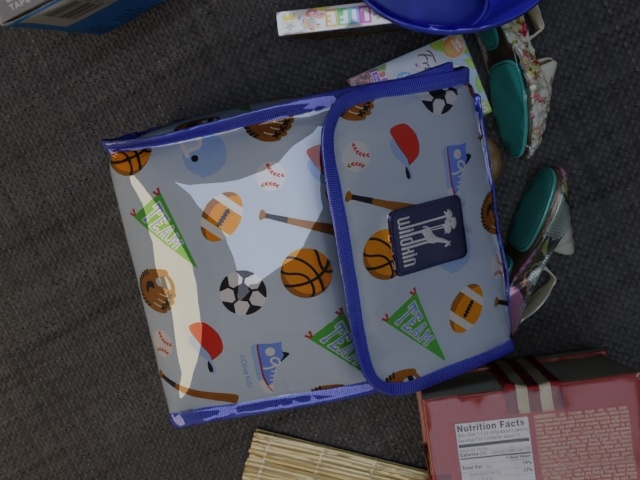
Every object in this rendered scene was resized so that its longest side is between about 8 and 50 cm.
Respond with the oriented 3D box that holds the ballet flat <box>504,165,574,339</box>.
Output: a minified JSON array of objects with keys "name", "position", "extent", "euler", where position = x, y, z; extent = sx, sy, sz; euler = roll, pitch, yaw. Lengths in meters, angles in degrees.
[{"name":"ballet flat","position":[0.245,0.022,1.089],"extent":[0.079,0.077,0.221],"euler":[20,105,-17]}]

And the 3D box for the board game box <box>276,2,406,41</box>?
[{"name":"board game box","position":[0.034,-0.245,1.048],"extent":[0.154,0.103,0.026],"euler":[-5,97,6]}]

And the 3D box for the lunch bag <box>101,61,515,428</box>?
[{"name":"lunch bag","position":[0.000,0.000,1.015],"extent":[0.386,0.239,0.327],"euler":[-9,101,6]}]

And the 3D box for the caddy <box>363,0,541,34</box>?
[{"name":"caddy","position":[0.108,-0.369,0.964],"extent":[0.241,0.179,0.341],"euler":[-32,69,-4]}]

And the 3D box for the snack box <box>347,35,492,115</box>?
[{"name":"snack box","position":[0.113,-0.167,1.085],"extent":[0.141,0.037,0.100],"euler":[-22,96,9]}]

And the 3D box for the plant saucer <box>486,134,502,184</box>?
[{"name":"plant saucer","position":[0.172,-0.089,1.102],"extent":[0.083,0.015,0.083],"euler":[1,98,5]}]

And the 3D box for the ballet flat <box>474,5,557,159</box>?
[{"name":"ballet flat","position":[0.222,-0.213,1.051],"extent":[0.077,0.091,0.241],"euler":[-20,100,-15]}]

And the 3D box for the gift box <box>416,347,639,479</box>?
[{"name":"gift box","position":[0.220,0.268,1.023],"extent":[0.255,0.258,0.276],"euler":[-3,89,5]}]

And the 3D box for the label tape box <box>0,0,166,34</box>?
[{"name":"label tape box","position":[-0.297,-0.382,0.941],"extent":[0.106,0.240,0.333],"euler":[-24,96,12]}]

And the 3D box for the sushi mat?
[{"name":"sushi mat","position":[0.053,0.341,1.170],"extent":[0.317,0.019,0.151],"euler":[13,98,3]}]
